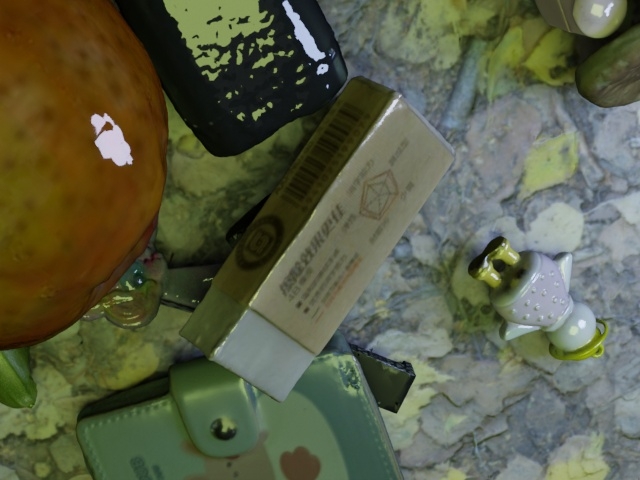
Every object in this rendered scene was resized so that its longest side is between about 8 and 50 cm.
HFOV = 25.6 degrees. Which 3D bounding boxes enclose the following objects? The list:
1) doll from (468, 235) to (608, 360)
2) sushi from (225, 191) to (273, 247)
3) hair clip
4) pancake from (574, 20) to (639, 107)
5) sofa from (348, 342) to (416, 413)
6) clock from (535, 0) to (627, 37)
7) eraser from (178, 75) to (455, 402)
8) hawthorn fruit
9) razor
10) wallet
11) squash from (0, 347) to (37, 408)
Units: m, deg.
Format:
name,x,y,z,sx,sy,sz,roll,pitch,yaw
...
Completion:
name,x,y,z,sx,sy,sz,roll,pitch,yaw
doll,0.265,0.076,1.659,0.207,0.081,0.129,40,88,-22
sushi,-0.064,-0.012,1.599,0.083,0.044,0.046,-40,109,10
hair clip,-0.181,0.040,1.582,0.278,0.090,0.137,11,74,-14
pancake,0.408,-0.219,1.482,0.294,0.294,0.050,-27,75,3
sofa,0.049,0.156,1.681,0.118,0.039,0.060,22,107,-15
clock,0.347,-0.403,1.446,0.325,0.184,0.342,-26,117,-3
eraser,0.000,0.000,1.525,0.343,0.078,0.144,-55,136,-4
hawthorn fruit,-0.358,-0.097,1.315,0.471,0.472,0.472,-3,110,-7
razor,-0.118,-0.255,1.469,0.189,0.107,0.327,-32,111,3
wallet,-0.097,0.246,1.658,0.360,0.083,0.252,-16,110,9
squash,-0.384,0.092,1.582,0.069,0.069,0.239,-25,111,2
